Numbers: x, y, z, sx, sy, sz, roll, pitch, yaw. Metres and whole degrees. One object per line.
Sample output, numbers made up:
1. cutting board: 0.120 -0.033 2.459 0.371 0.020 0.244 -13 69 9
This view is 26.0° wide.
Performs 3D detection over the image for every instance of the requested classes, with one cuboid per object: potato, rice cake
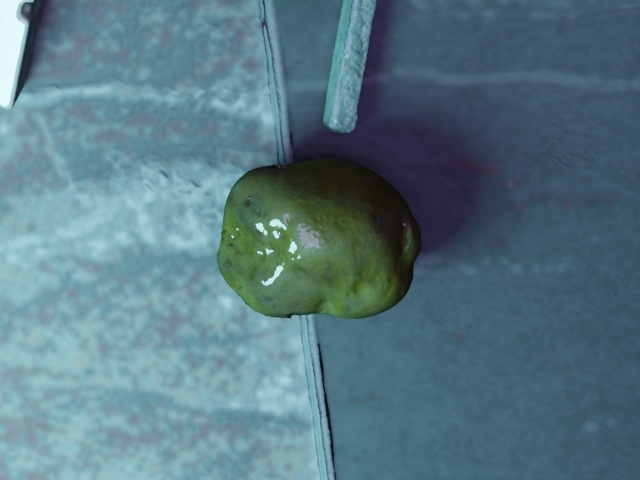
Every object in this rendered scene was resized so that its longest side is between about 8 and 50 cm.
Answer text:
1. potato: -0.001 -0.002 1.380 0.200 0.137 0.155 4 131 -9
2. rice cake: 0.034 -0.210 1.391 0.033 0.033 0.208 7 99 -20

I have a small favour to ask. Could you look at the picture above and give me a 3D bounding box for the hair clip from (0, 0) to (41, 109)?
1. hair clip: -0.288 -0.283 1.267 0.101 0.085 0.331 12 121 -9
